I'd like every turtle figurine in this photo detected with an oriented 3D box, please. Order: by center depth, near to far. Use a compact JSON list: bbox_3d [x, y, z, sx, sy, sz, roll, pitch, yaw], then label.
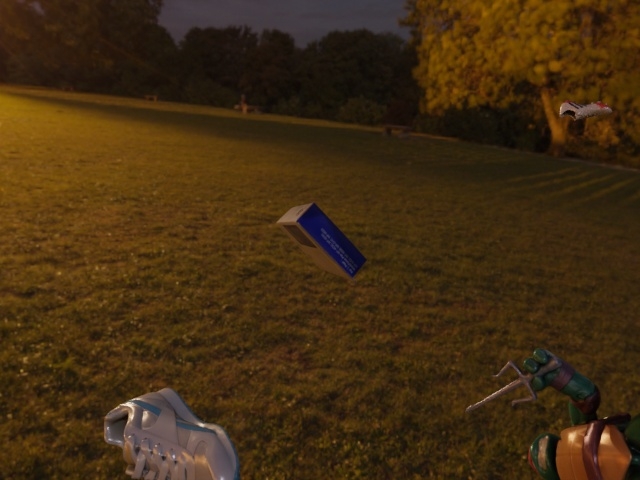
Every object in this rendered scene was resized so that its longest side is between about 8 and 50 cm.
[{"bbox_3d":[0.217,0.170,0.420,0.118,0.175,0.234,4,-24,-22],"label":"turtle figurine"}]

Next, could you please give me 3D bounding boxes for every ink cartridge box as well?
[{"bbox_3d":[0.000,0.000,1.140,0.065,0.165,0.333,-44,10,-6],"label":"ink cartridge box"}]

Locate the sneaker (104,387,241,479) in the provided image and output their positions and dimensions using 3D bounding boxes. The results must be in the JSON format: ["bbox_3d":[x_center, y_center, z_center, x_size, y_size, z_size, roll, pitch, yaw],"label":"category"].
[{"bbox_3d":[-0.172,0.249,0.615,0.092,0.087,0.229,-8,13,-42],"label":"sneaker"}]

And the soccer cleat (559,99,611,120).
[{"bbox_3d":[0.465,-0.226,0.935,0.083,0.035,0.029,17,-20,28],"label":"soccer cleat"}]
